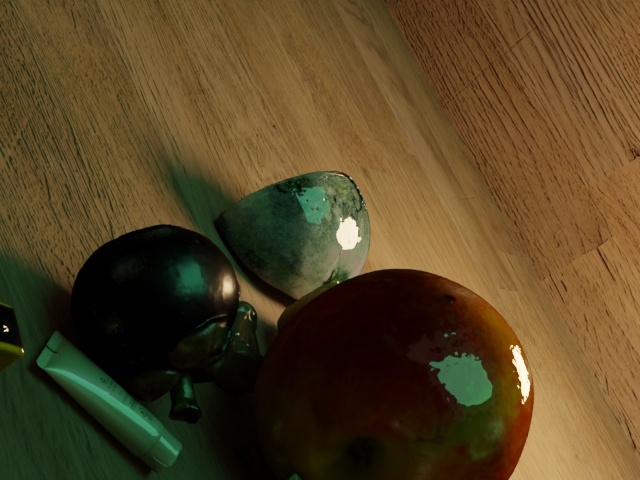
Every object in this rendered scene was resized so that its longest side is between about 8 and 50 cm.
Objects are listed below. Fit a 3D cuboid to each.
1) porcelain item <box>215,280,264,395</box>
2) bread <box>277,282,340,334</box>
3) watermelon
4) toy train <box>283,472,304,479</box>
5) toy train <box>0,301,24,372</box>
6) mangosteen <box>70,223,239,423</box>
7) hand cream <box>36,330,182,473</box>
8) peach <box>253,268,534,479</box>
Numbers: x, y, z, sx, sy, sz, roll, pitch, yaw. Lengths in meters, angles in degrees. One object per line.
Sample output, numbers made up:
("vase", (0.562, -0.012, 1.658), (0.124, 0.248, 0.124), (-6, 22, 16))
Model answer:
("porcelain item", (-0.124, 0.127, 1.769), (0.081, 0.069, 0.215), (36, 23, -31))
("bread", (0.053, 0.168, 1.889), (0.236, 0.198, 0.120), (50, 38, -16))
("watermelon", (0.003, 0.006, 2.027), (0.322, 0.188, 0.175), (8, 47, -55))
("toy train", (-0.017, 0.427, 1.500), (0.269, 0.115, 0.154), (50, 20, -1))
("toy train", (-0.373, 0.078, 1.216), (0.089, 0.127, 0.219), (26, 37, -53))
("mangosteen", (-0.192, 0.106, 1.477), (0.211, 0.211, 0.250), (-2, 71, -65))
("hand cream", (-0.250, 0.193, 1.422), (0.205, 0.050, 0.078), (46, 23, -13))
("peach", (0.107, 0.211, 1.644), (0.388, 0.388, 0.388), (45, 24, -26))
